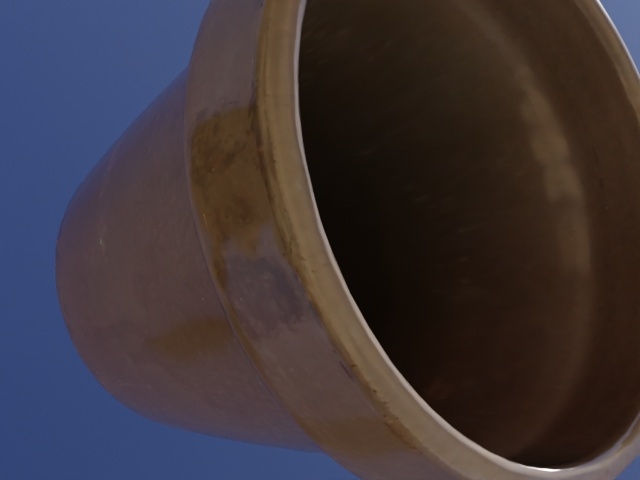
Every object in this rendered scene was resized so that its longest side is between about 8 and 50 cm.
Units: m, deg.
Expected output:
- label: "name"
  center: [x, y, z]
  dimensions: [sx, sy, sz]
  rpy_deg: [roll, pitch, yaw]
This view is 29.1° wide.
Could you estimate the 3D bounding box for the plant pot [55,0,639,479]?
- label: "plant pot"
  center: [0.000, 0.000, 0.564]
  dimensions: [0.229, 0.263, 0.263]
  rpy_deg: [-19, -111, 41]
